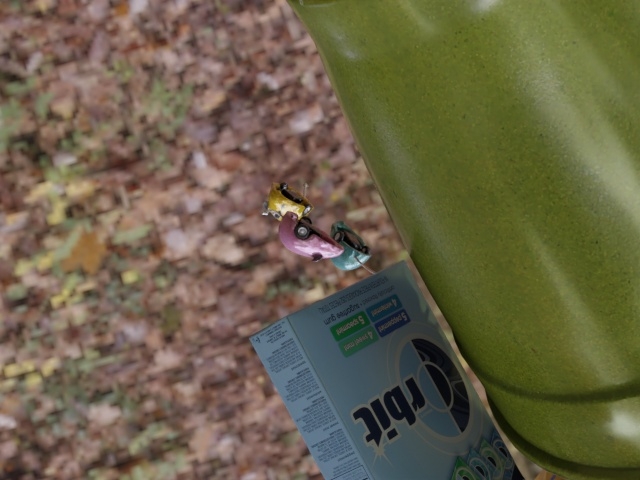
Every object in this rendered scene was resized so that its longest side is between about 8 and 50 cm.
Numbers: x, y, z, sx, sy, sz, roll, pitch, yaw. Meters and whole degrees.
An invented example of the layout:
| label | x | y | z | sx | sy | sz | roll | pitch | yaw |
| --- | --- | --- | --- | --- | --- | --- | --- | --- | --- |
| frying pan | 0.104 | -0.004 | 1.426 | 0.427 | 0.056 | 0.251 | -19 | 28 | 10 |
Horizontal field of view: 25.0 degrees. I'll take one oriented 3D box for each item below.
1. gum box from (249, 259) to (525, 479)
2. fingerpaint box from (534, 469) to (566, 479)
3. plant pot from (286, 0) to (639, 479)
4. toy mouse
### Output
| label | x | y | z | sx | sy | sz | roll | pitch | yaw |
| --- | --- | --- | --- | --- | --- | --- | --- | --- | --- |
| gum box | 0.051 | 0.119 | 1.003 | 0.041 | 0.184 | 0.157 | -31 | 175 | 36 |
| fingerpaint box | 0.322 | 0.181 | 0.983 | 0.445 | 0.163 | 0.371 | -52 | -165 | -5 |
| plant pot | 0.166 | -0.102 | 0.889 | 0.366 | 0.353 | 0.366 | -31 | -153 | 18 |
| toy mouse | 0.000 | 0.000 | 1.340 | 0.031 | 0.143 | 0.161 | -54 | 164 | 14 |
